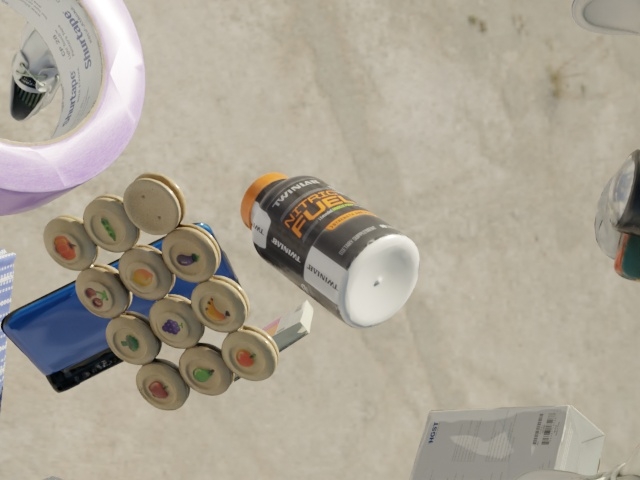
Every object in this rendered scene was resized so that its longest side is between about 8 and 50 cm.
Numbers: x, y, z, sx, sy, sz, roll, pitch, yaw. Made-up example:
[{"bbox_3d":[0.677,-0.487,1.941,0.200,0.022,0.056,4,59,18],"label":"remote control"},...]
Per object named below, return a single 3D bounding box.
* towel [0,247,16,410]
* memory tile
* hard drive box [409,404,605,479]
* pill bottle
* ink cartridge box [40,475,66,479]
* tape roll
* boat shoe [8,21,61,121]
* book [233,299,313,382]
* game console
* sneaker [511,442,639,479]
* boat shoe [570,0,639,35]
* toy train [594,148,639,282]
[{"bbox_3d":[-0.505,0.191,1.489,0.243,0.040,0.336,-33,137,-64],"label":"towel"},{"bbox_3d":[-0.098,0.036,0.686,0.148,0.113,0.012,60,31,-15],"label":"memory tile"},{"bbox_3d":[0.227,0.311,1.428,0.089,0.232,0.181,40,58,-33],"label":"hard drive box"},{"bbox_3d":[0.000,0.000,1.409,0.130,0.245,0.130,-22,129,-31],"label":"pill bottle"},{"bbox_3d":[-0.302,0.385,1.380,0.128,0.176,0.127,2,103,-73],"label":"ink cartridge box"},{"bbox_3d":[-0.303,-0.165,1.041,0.275,0.090,0.275,14,68,-37],"label":"tape roll"},{"bbox_3d":[-0.408,-0.246,1.629,0.083,0.226,0.076,27,58,-3],"label":"boat shoe"},{"bbox_3d":[-0.079,0.151,1.721,0.035,0.144,0.096,54,14,-12],"label":"book"},{"bbox_3d":[-0.271,0.063,1.534,0.293,0.250,0.173,-26,115,-4],"label":"game console"},{"bbox_3d":[0.190,0.152,0.638,0.090,0.232,0.115,-26,107,-31],"label":"sneaker"},{"bbox_3d":[0.437,-0.289,1.382,0.088,0.267,0.096,-56,142,-47],"label":"boat shoe"},{"bbox_3d":[0.339,0.011,0.711,0.190,0.334,0.142,65,38,-85],"label":"toy train"}]
